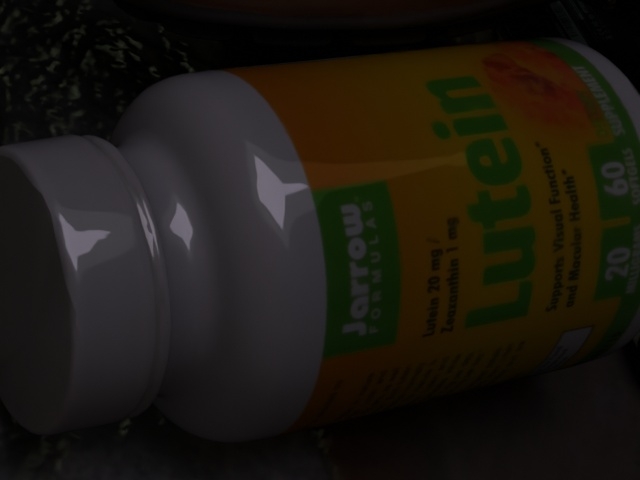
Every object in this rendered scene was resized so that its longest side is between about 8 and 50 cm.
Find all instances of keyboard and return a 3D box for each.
[{"bbox_3d":[0.135,-0.112,0.852,0.108,0.023,0.180,-15,63,-26],"label":"keyboard"}]

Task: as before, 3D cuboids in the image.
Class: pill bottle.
[{"bbox_3d":[0.000,0.000,0.626,0.246,0.136,0.136,-10,60,-30],"label":"pill bottle"}]

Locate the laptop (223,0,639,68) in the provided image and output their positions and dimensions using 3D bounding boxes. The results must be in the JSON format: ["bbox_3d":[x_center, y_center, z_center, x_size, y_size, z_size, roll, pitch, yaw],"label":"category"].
[{"bbox_3d":[0.076,-0.169,0.850,0.264,0.136,0.234,14,50,-40],"label":"laptop"}]

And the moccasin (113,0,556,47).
[{"bbox_3d":[0.087,-0.166,0.660,0.380,0.147,0.139,-9,20,12],"label":"moccasin"}]

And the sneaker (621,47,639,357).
[{"bbox_3d":[0.283,0.066,0.742,0.410,0.158,0.182,51,23,17],"label":"sneaker"}]
